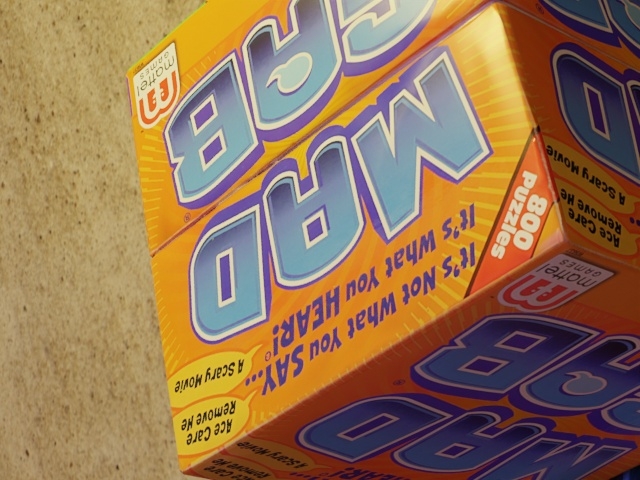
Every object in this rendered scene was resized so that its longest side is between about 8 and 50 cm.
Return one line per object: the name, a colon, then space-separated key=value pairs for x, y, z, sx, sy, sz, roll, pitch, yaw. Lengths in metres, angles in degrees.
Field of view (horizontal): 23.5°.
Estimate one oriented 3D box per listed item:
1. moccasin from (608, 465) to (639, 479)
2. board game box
moccasin: x=0.254 y=0.211 z=1.308 sx=0.117 sy=0.138 sz=0.342 roll=-38 pitch=44 yaw=40
board game box: x=0.117 y=-0.028 z=1.165 sx=0.356 sy=0.356 sz=0.356 roll=-35 pitch=53 yaw=35
